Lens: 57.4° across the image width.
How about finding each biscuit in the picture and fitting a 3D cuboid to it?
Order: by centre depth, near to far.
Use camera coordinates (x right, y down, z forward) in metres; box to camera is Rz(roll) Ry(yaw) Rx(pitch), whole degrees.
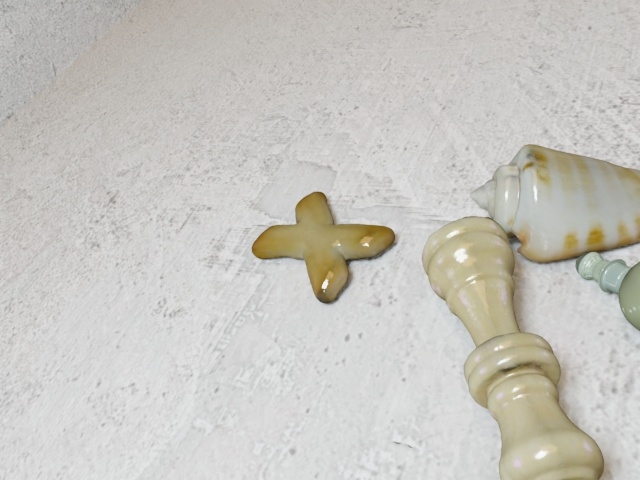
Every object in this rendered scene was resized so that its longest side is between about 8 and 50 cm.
[{"bbox_3d":[-0.001,0.000,0.936,0.164,0.047,0.208,-41,42,-17],"label":"biscuit"}]

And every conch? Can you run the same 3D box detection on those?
[{"bbox_3d":[0.327,-0.065,0.767,0.255,0.127,0.158,-9,43,19],"label":"conch"}]

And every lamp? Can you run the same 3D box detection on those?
[{"bbox_3d":[0.360,0.049,0.674,0.091,0.091,0.163,-34,27,-8],"label":"lamp"}]

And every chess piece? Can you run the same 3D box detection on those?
[{"bbox_3d":[0.208,0.143,0.626,0.117,0.117,0.397,-19,42,9],"label":"chess piece"}]
